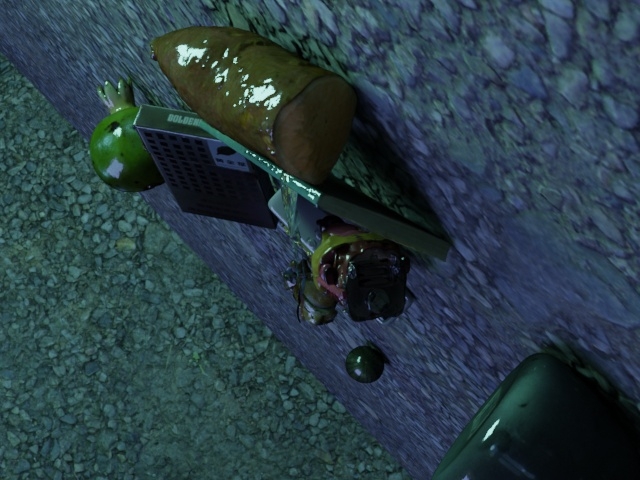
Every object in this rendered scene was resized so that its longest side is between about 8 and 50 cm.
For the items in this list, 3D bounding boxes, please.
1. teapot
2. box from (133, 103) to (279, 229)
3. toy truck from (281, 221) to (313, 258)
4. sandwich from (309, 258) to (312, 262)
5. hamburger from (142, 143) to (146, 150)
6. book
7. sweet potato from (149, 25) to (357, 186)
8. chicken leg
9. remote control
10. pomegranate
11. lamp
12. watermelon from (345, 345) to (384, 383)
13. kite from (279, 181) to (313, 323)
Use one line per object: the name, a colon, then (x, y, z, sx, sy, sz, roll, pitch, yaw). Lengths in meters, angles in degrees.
teapot: (0.289, 0.302, 1.202, 0.285, 0.223, 0.305, 38, 165, 9)
box: (-0.174, -0.111, 1.681, 0.180, 0.047, 0.325, 11, 160, 11)
toy truck: (0.000, 0.000, 1.588, 0.123, 0.063, 0.052, 46, 168, 4)
sandwich: (0.003, 0.032, 1.771, 0.083, 0.031, 0.044, 30, 164, 50)
hamburger: (-0.237, -0.182, 1.796, 0.176, 0.087, 0.102, 35, 154, 17)
book: (0.000, -0.066, 1.235, 0.215, 0.025, 0.283, 21, -170, -38)
sweet potato: (-0.089, -0.176, 1.166, 0.337, 0.131, 0.131, 36, 164, 46)
chicken leg: (-0.003, 0.098, 1.916, 0.196, 0.080, 0.125, 23, 141, 63)
remote control: (0.028, 0.017, 1.537, 0.261, 0.067, 0.029, 46, -159, 4)
pomegranate: (-0.366, -0.205, 2.010, 0.187, 0.187, 0.225, 146, 107, -79)
lamp: (0.040, 0.034, 1.407, 0.118, 0.118, 0.253, 51, 173, -19)
watermelon: (0.089, 0.252, 2.105, 0.078, 0.078, 0.111, 48, 171, -4)
kite: (-0.035, -0.006, 1.463, 0.141, 0.015, 0.245, 145, 118, -77)
